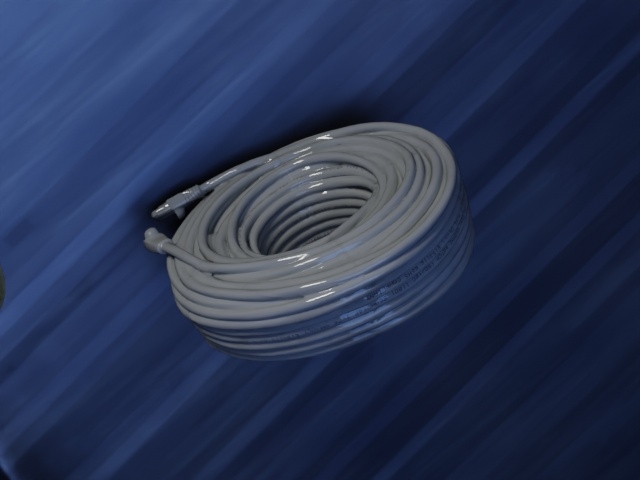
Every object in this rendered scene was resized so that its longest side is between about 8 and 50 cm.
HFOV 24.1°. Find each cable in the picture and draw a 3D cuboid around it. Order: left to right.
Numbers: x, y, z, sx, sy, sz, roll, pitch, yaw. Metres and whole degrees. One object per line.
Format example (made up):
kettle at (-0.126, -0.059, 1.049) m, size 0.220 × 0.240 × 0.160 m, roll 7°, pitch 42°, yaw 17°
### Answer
cable at (0.000, 0.000, 1.228) m, size 0.257 × 0.257 × 0.089 m, roll -28°, pitch 120°, yaw -8°

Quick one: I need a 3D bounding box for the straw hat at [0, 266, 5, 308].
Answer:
straw hat at (-0.331, 0.055, 1.244) m, size 0.144 × 0.061 × 0.144 m, roll -6°, pitch 110°, yaw -17°
